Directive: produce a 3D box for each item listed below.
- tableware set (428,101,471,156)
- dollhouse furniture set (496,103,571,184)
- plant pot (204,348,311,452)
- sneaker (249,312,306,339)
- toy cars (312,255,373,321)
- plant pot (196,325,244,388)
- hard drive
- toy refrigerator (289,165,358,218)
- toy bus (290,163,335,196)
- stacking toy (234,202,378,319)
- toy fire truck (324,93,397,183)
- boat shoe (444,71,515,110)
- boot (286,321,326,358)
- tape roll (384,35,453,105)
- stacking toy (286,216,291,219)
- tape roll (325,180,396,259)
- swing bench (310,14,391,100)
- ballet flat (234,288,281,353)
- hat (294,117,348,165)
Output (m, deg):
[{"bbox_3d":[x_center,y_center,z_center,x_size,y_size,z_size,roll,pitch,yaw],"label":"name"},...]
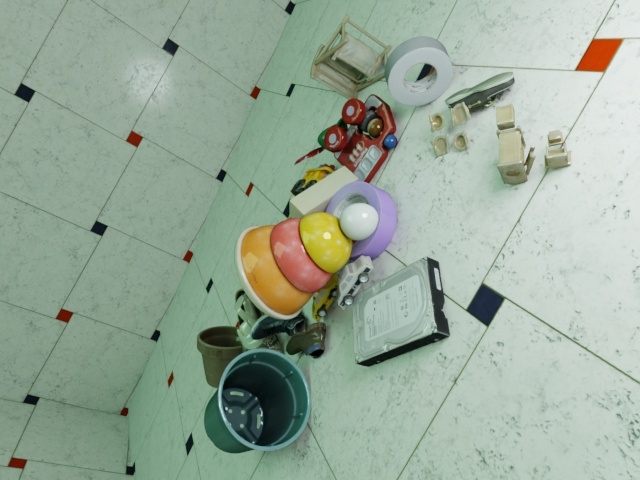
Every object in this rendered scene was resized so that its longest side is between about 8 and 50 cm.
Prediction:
[{"bbox_3d":[0.400,-0.341,1.425,0.168,0.020,0.141,-4,98,56],"label":"tableware set"},{"bbox_3d":[0.539,-0.251,1.160,0.160,0.101,0.182,-5,64,31],"label":"dollhouse furniture set"},{"bbox_3d":[-0.259,0.616,1.682,0.334,0.341,0.341,-48,35,47],"label":"plant pot"},{"bbox_3d":[-0.163,0.352,1.818,0.226,0.086,0.163,-31,33,-11],"label":"sneaker"},{"bbox_3d":[0.048,0.164,1.609,0.393,0.087,0.177,-39,28,57],"label":"toy cars"},{"bbox_3d":[-0.440,0.546,2.111,0.263,0.262,0.230,23,108,61],"label":"plant pot"},{"bbox_3d":[0.223,0.220,1.373,0.339,0.064,0.237,-37,42,44],"label":"hard drive"},{"bbox_3d":[0.011,-0.166,1.736,0.094,0.269,0.102,45,156,22],"label":"toy refrigerator"},{"bbox_3d":[0.008,-0.248,1.972,0.220,0.149,0.212,5,60,57],"label":"toy bus"},{"bbox_3d":[-0.012,0.028,1.515,0.479,0.350,0.351,-27,47,26],"label":"stacking toy"},{"bbox_3d":[0.179,-0.389,1.771,0.254,0.169,0.302,52,120,30],"label":"toy fire truck"},{"bbox_3d":[0.479,-0.431,1.365,0.081,0.069,0.227,-43,20,-29],"label":"boat shoe"},{"bbox_3d":[-0.058,0.399,1.703,0.219,0.082,0.106,-45,35,33],"label":"boot"},{"bbox_3d":[0.329,-0.563,1.541,0.219,0.219,0.072,-42,40,38],"label":"tape roll"},{"bbox_3d":[-0.046,-0.048,1.812,0.167,0.052,0.221,-38,53,32],"label":"stacking toy"},{"bbox_3d":[0.133,-0.066,1.619,0.274,0.090,0.275,-16,67,44],"label":"tape roll"},{"bbox_3d":[0.130,-0.760,1.963,0.254,0.253,0.165,-31,46,46],"label":"swing bench"},{"bbox_3d":[-0.305,0.369,2.011,0.164,0.182,0.483,-33,34,-1],"label":"ballet flat"},{"bbox_3d":[0.002,-0.437,1.963,0.208,0.183,0.173,-59,-29,-47],"label":"hat"}]
